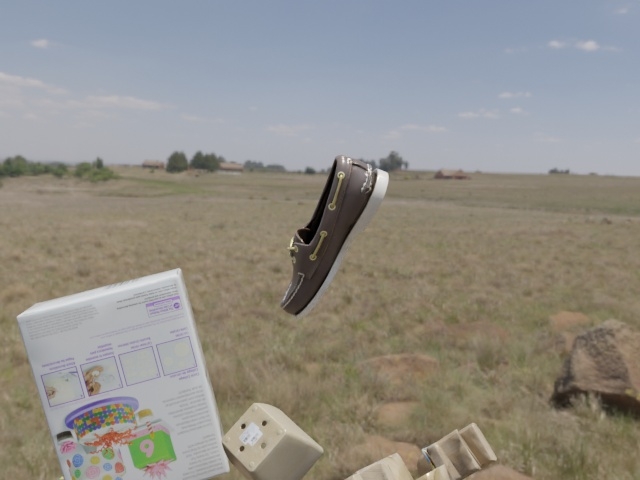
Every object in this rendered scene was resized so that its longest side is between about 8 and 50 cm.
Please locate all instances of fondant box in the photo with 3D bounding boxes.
[{"bbox_3d":[-0.298,0.233,0.943,0.239,0.330,0.096,-14,7,-10],"label":"fondant box"}]

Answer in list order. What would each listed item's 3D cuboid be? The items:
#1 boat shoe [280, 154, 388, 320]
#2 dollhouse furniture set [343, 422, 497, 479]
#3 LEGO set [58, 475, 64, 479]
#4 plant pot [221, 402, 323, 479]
[{"bbox_3d":[0.000,0.000,1.055,0.097,0.324,0.116,24,26,-13],"label":"boat shoe"},{"bbox_3d":[0.150,0.513,0.840,0.256,0.394,0.362,-43,-27,27],"label":"dollhouse furniture set"},{"bbox_3d":[-0.440,0.631,1.199,0.192,0.331,0.255,-2,-12,-8],"label":"LEGO set"},{"bbox_3d":[-0.080,0.302,0.876,0.109,0.109,0.096,31,-19,36],"label":"plant pot"}]
